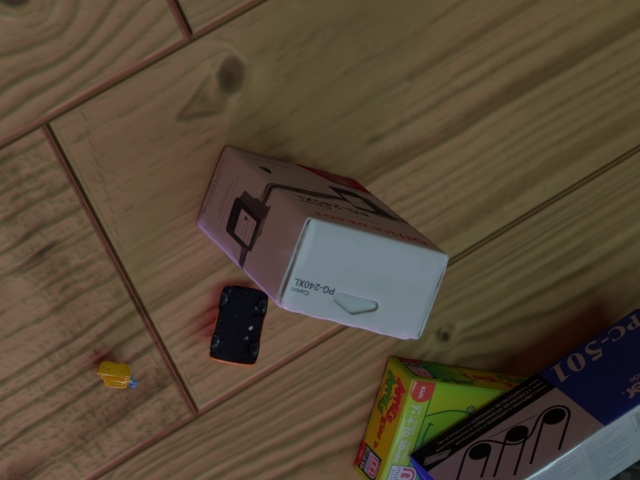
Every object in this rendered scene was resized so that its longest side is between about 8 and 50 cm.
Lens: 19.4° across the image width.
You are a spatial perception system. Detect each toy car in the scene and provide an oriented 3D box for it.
[{"bbox_3d":[-0.093,0.067,1.287,0.122,0.060,0.040,-7,158,-5],"label":"toy car"}]

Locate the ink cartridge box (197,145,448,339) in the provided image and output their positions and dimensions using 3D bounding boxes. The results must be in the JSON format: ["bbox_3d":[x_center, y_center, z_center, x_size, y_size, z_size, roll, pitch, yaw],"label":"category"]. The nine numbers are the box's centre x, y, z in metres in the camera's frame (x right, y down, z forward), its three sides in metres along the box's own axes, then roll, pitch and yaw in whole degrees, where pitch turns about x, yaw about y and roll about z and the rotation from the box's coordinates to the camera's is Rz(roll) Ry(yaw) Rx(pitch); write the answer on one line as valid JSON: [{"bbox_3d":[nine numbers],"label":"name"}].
[{"bbox_3d":[0.000,0.000,1.225,0.109,0.150,0.063,14,103,-29],"label":"ink cartridge box"}]

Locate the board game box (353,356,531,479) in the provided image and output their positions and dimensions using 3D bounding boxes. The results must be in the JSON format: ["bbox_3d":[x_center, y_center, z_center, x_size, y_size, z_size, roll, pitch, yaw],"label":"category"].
[{"bbox_3d":[0.124,0.147,1.403,0.181,0.043,0.092,10,105,-27],"label":"board game box"}]

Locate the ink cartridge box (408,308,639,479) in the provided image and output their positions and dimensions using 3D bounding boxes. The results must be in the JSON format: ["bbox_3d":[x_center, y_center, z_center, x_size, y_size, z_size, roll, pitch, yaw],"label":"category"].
[{"bbox_3d":[0.176,0.134,1.339,0.207,0.097,0.046,-31,119,-12],"label":"ink cartridge box"}]

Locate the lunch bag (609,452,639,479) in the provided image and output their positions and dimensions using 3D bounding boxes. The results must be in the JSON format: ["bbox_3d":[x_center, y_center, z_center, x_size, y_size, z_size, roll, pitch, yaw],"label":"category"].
[{"bbox_3d":[0.361,0.207,1.440,0.256,0.212,0.305,-46,126,-37],"label":"lunch bag"}]
